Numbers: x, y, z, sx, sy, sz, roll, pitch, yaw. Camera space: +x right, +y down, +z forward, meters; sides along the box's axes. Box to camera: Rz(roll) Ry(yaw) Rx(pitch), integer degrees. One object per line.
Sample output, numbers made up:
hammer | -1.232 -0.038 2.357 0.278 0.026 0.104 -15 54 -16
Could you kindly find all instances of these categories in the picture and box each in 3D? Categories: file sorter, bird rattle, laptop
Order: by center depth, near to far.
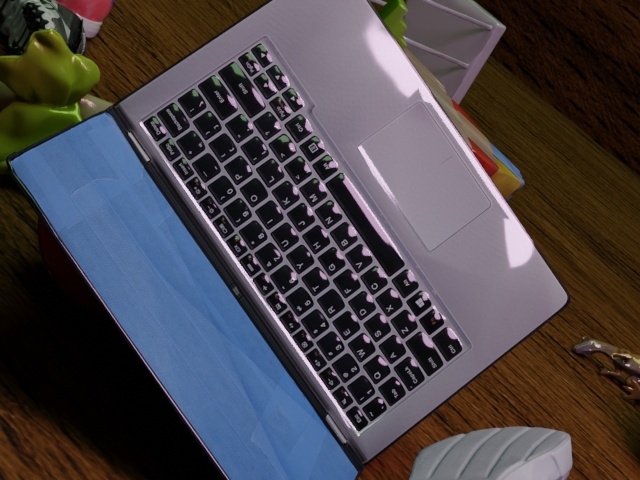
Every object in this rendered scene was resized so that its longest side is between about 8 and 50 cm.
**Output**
laptop | 0.000 0.000 1.469 0.382 0.408 0.236 56 -19 -5
bird rattle | -0.246 -0.132 1.790 0.207 0.143 0.253 13 5 37
file sorter | 0.087 -0.254 2.577 0.173 0.278 0.193 16 22 -43

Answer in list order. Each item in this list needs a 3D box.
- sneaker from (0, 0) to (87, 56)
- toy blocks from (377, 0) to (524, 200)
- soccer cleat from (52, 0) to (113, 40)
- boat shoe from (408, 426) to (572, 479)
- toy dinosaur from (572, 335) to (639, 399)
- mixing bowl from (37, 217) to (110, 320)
sneaker | -0.309 -0.232 2.078 0.106 0.078 0.234 21 17 -30
toy blocks | 0.099 -0.097 1.844 0.261 0.191 0.381 43 13 -16
soccer cleat | -0.309 -0.360 2.403 0.108 0.116 0.318 29 16 -14
boat shoe | 0.124 0.239 1.447 0.121 0.119 0.335 -3 10 24
toy dinosaur | 0.430 0.178 2.336 0.211 0.064 0.112 33 14 -1
mixing bowl | -0.175 0.002 1.534 0.181 0.098 0.181 50 16 -20
